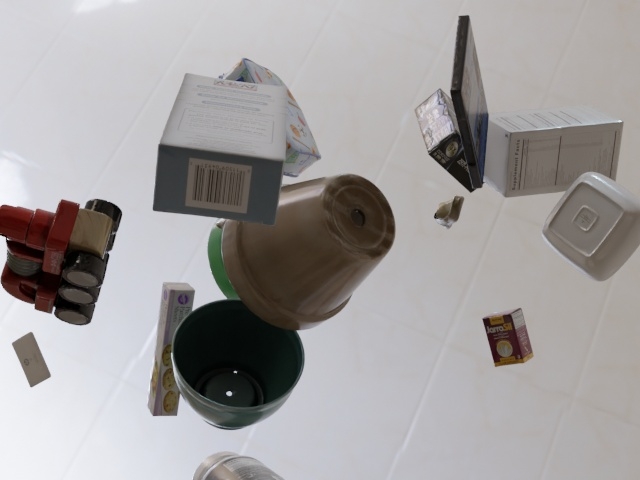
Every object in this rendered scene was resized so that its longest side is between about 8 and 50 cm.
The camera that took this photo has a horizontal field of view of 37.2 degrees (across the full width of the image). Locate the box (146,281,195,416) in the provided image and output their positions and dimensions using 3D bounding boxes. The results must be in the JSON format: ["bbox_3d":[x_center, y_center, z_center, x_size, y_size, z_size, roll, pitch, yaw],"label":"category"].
[{"bbox_3d":[-0.358,0.260,2.263,0.067,0.324,0.063,4,14,-27],"label":"box"}]

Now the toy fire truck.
[{"bbox_3d":[-0.430,0.026,1.352,0.246,0.158,0.217,17,-31,-12],"label":"toy fire truck"}]

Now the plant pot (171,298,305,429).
[{"bbox_3d":[-0.197,0.305,2.145,0.293,0.293,0.196,23,-43,6],"label":"plant pot"}]

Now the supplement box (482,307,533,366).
[{"bbox_3d":[0.303,0.156,1.533,0.055,0.043,0.083,-16,-90,37],"label":"supplement box"}]

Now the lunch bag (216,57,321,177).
[{"bbox_3d":[-0.130,-0.302,2.328,0.303,0.115,0.243,59,18,10],"label":"lunch bag"}]

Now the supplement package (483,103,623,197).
[{"bbox_3d":[0.445,-0.179,1.867,0.244,0.139,0.134,-6,24,-16],"label":"supplement package"}]

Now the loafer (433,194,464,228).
[{"bbox_3d":[0.302,-0.068,2.257,0.050,0.056,0.148,19,-23,0],"label":"loafer"}]

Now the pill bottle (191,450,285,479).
[{"bbox_3d":[-0.177,0.638,2.295,0.204,0.204,0.361,37,-13,-22],"label":"pill bottle"}]

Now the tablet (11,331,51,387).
[{"bbox_3d":[-0.480,0.198,1.577,0.054,0.006,0.083,-29,-97,27],"label":"tablet"}]

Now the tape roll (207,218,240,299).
[{"bbox_3d":[-0.151,0.044,2.572,0.321,0.321,0.077,37,-37,-22],"label":"tape roll"}]

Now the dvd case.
[{"bbox_3d":[0.261,-0.236,1.651,0.022,0.180,0.253,-1,-36,18],"label":"dvd case"}]

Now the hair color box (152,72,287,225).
[{"bbox_3d":[-0.153,-0.158,1.542,0.185,0.374,0.114,7,-64,-5],"label":"hair color box"}]

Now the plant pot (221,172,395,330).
[{"bbox_3d":[0.000,0.000,1.991,0.323,0.323,0.280,36,-37,-21],"label":"plant pot"}]

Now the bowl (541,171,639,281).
[{"bbox_3d":[0.407,-0.025,1.424,0.053,0.142,0.142,20,20,-51],"label":"bowl"}]

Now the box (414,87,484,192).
[{"bbox_3d":[0.285,-0.212,2.006,0.077,0.180,0.147,-39,-58,22],"label":"box"}]

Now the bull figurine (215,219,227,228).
[{"bbox_3d":[-0.164,-0.094,2.423,0.310,0.188,0.101,31,8,-27],"label":"bull figurine"}]
